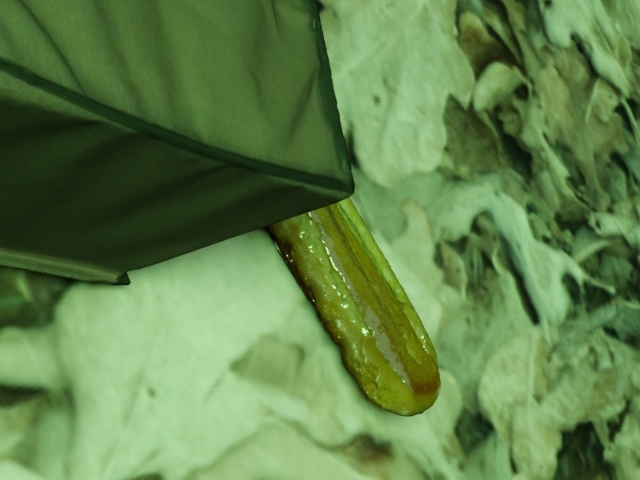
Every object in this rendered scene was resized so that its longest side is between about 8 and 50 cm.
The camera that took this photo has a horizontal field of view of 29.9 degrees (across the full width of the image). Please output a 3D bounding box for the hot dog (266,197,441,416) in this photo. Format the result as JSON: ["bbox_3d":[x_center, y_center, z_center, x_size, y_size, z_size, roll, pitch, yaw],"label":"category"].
[{"bbox_3d":[0.000,0.000,0.657,0.215,0.047,0.066,60,32,-2],"label":"hot dog"}]

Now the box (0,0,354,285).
[{"bbox_3d":[-0.120,-0.095,0.475,0.252,0.153,0.188,20,55,-56],"label":"box"}]
